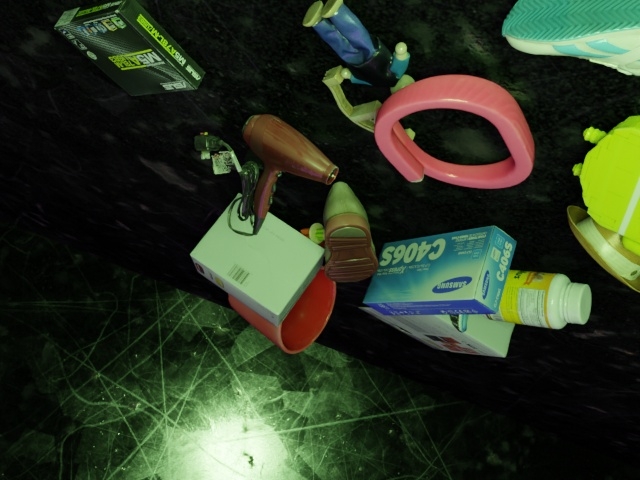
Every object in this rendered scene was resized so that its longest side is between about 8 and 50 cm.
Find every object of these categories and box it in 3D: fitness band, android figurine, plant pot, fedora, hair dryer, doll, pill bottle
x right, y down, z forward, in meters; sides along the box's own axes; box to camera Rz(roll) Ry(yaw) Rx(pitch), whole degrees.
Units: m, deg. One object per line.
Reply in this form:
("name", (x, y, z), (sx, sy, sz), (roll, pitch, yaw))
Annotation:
("fitness band", (0.199, -0.146, 0.908), (0.209, 0.054, 0.291), (-1, 160, 32))
("android figurine", (0.458, -0.062, 0.794), (0.273, 0.056, 0.248), (34, 146, 35))
("plant pot", (-0.127, 0.167, 1.844), (0.243, 0.275, 0.275), (21, 163, 31))
("fedora", (0.478, -0.006, 0.962), (0.194, 0.194, 0.079), (28, 123, -20))
("hair dryer", (-0.090, -0.128, 1.152), (0.293, 0.080, 0.223), (-4, 118, 39))
("doll", (0.067, -0.252, 0.835), (0.189, 0.046, 0.129), (36, 157, -34))
("pill bottle", (0.461, 0.125, 1.322), (0.215, 0.117, 0.117), (4, 154, 39))

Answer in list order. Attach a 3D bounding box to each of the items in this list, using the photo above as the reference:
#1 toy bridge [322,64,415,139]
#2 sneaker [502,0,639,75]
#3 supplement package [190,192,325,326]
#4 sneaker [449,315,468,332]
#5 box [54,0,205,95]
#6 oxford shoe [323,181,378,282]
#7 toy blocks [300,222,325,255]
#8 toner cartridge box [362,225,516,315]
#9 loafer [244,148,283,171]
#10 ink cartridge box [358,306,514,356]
("toy bridge", (0.072, -0.206, 0.981), (0.188, 0.026, 0.063), (34, 159, -33))
("sneaker", (0.305, -0.215, 0.637), (0.229, 0.087, 0.092), (11, 160, 31))
("supplement package", (-0.154, 0.052, 1.536), (0.262, 0.204, 0.145), (33, 162, 9))
("sneaker", (0.348, 0.138, 1.428), (0.073, 0.162, 0.063), (7, -171, -9))
("box", (-0.324, -0.323, 1.043), (0.191, 0.045, 0.184), (6, 153, 37))
("oxford shoe", (0.065, -0.006, 1.381), (0.123, 0.130, 0.348), (-4, 154, -2))
("toy blocks", (0.000, 0.000, 1.551), (0.148, 0.054, 0.123), (-1, 152, 47))
("toner cartridge box", (0.247, 0.074, 1.335), (0.075, 0.165, 0.348), (31, 157, -26))
("loafer", (-0.075, -0.157, 1.209), (0.170, 0.062, 0.061), (8, 162, 35))
("ink cartridge box", (0.301, 0.183, 1.614), (0.309, 0.130, 0.272), (31, 160, -25))
